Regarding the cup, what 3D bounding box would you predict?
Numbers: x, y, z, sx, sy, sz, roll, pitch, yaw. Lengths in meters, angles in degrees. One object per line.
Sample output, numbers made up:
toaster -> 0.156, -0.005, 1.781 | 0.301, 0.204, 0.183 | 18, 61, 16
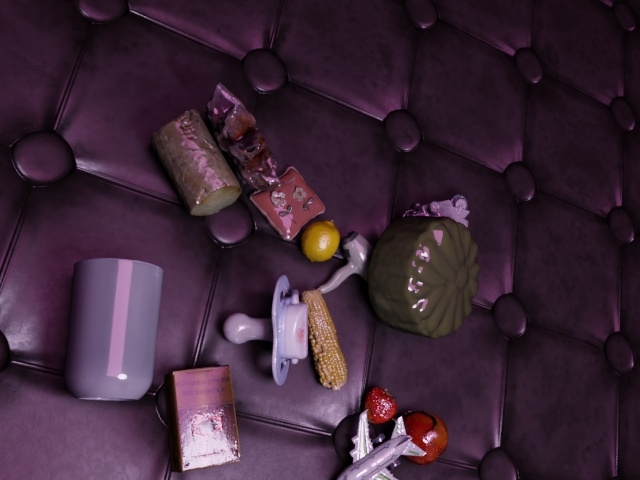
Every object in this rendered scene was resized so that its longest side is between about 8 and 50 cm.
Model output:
cup -> -0.481, 0.208, 1.572 | 0.205, 0.205, 0.312 | 9, 72, -25

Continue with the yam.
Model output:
yam -> -0.332, -0.203, 1.791 | 0.161, 0.161, 0.268 | -29, 90, -30

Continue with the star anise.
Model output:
star anise -> -0.213, -0.262, 1.805 | 0.117, 0.331, 0.332 | -29, 90, -12

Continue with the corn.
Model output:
corn -> 0.007, 0.272, 1.858 | 0.086, 0.086, 0.288 | -15, 88, -30

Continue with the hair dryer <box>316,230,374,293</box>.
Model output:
hair dryer -> 0.100, 0.137, 1.979 | 0.229, 0.092, 0.267 | 39, 76, -19

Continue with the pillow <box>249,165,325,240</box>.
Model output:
pillow -> -0.087, -0.109, 1.938 | 0.179, 0.075, 0.171 | -40, 91, -32

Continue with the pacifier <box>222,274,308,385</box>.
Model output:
pacifier -> -0.142, 0.226, 1.773 | 0.225, 0.238, 0.287 | 3, 101, 5

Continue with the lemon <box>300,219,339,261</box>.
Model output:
lemon -> 0.000, 0.000, 1.932 | 0.109, 0.109, 0.133 | 25, 90, -19

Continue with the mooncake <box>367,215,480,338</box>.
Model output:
mooncake -> 0.313, 0.103, 1.959 | 0.356, 0.194, 0.357 | -8, 102, -41

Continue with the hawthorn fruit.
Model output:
hawthorn fruit -> 0.272, 0.542, 1.900 | 0.172, 0.148, 0.148 | 34, 62, 4

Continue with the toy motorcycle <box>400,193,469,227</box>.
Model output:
toy motorcycle -> 0.371, -0.047, 2.142 | 0.260, 0.110, 0.171 | -17, 95, -25

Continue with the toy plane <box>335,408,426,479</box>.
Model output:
toy plane -> 0.145, 0.591, 1.811 | 0.255, 0.101, 0.251 | -32, 78, -8

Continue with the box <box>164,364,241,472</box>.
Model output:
box -> -0.292, 0.438, 1.681 | 0.159, 0.071, 0.240 | 0, 75, -29

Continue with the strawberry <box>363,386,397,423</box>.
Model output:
strawberry -> 0.160, 0.462, 1.891 | 0.106, 0.106, 0.106 | 8, 72, -25
